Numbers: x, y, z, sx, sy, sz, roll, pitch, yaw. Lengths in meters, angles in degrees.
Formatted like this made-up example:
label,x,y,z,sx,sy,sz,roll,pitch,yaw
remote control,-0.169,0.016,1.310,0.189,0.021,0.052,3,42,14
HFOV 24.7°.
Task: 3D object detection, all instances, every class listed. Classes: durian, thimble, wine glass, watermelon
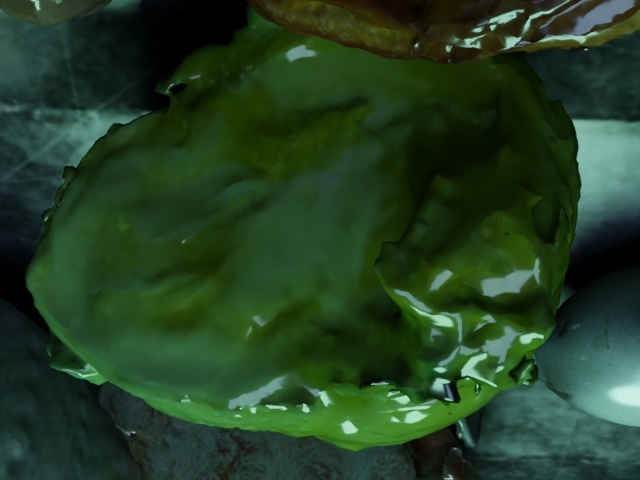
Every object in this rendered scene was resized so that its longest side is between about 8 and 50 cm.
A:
label,x,y,z,sx,sy,sz,roll,pitch,yaw
durian,0.000,0.000,0.718,0.256,0.204,0.340,-3,175,10
thimble,-0.219,0.158,0.901,0.217,0.245,0.157,-46,121,11
wine glass,0.185,0.063,0.866,0.222,0.103,0.103,-8,135,13
watermelon,-0.007,0.178,0.933,0.193,0.232,0.310,-28,115,-13

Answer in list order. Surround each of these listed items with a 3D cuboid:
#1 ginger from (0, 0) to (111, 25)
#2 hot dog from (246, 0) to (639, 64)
label,x,y,z,sx,sy,sz,roll,pitch,yaw
ginger,-0.185,-0.169,0.682,0.259,0.065,0.149,11,139,-10
hot dog,0.031,-0.159,0.547,0.259,0.114,0.175,12,115,41
